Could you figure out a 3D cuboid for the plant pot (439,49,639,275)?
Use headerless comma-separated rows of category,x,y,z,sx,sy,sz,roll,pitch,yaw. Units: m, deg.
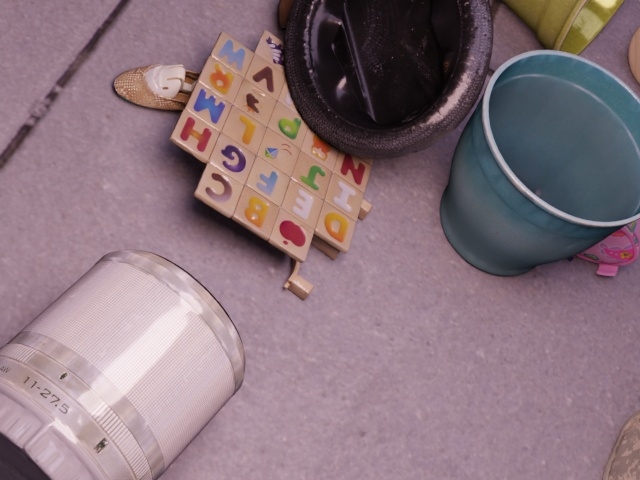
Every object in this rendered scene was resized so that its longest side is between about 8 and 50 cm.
plant pot,0.298,-0.084,1.457,0.272,0.255,0.271,9,61,-16

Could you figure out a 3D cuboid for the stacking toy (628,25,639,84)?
stacking toy,0.705,-0.353,1.856,0.330,0.141,0.141,-18,72,-36

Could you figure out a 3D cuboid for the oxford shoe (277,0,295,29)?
oxford shoe,0.035,-0.321,1.593,0.227,0.083,0.096,13,86,-20

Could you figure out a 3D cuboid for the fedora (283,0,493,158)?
fedora,0.108,-0.268,1.485,0.334,0.152,0.334,-3,79,18

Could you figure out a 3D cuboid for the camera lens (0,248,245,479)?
camera lens,-0.234,0.161,1.131,0.219,0.219,0.274,42,57,2

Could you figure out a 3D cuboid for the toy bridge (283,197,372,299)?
toy bridge,0.000,0.000,1.428,0.063,0.026,0.188,36,56,2

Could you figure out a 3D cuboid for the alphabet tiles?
alphabet tiles,-0.052,-0.138,1.421,0.285,0.011,0.342,34,47,-19

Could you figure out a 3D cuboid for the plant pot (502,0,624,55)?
plant pot,0.378,-0.474,1.714,0.254,0.276,0.276,40,56,15

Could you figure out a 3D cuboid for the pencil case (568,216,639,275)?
pencil case,0.471,-0.084,1.617,0.124,0.124,0.284,31,57,-5

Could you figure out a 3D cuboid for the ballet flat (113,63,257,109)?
ballet flat,-0.181,-0.216,1.441,0.206,0.067,0.073,6,62,-20

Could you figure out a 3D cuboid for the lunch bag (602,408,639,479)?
lunch bag,0.538,0.275,1.382,0.287,0.235,0.169,-15,76,-29
